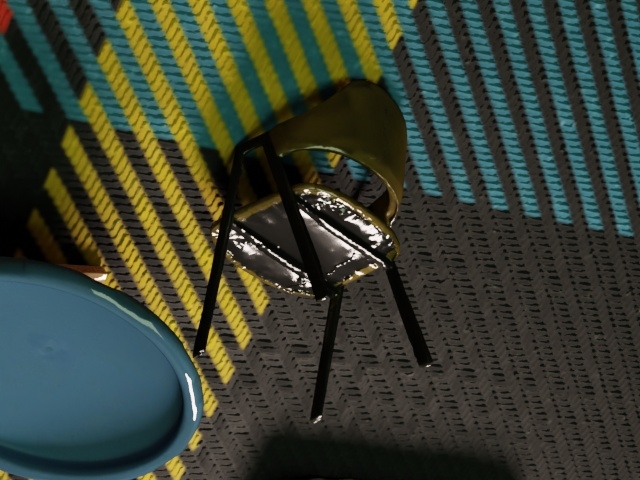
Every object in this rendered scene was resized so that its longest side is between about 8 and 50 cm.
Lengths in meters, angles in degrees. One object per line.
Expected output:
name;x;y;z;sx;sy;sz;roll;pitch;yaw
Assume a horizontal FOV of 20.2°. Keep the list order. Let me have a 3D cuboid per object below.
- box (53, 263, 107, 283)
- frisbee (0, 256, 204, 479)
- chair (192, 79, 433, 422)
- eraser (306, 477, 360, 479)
box;-0.239;0.047;1.579;0.093;0.015;0.058;4;124;-30
frisbee;-0.238;0.106;1.542;0.289;0.049;0.289;7;136;6
chair;0.000;0.000;1.571;0.172;0.247;0.159;-28;137;29
eraser;0.079;0.325;1.914;0.352;0.077;0.111;11;121;-34
